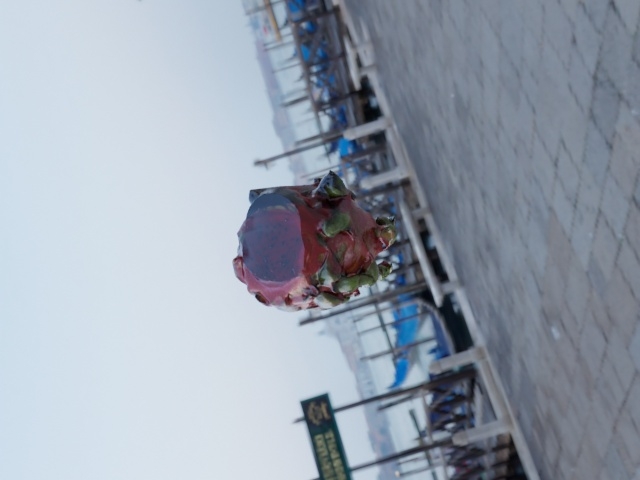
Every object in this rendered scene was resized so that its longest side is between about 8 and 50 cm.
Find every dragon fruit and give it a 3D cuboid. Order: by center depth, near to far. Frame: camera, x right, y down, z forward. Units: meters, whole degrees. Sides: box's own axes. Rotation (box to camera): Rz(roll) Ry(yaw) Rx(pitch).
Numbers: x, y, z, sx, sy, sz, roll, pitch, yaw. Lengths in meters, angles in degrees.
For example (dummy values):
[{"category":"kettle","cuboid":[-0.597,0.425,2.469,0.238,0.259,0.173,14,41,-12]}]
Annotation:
[{"category":"dragon fruit","cuboid":[0.000,0.000,0.872,0.160,0.166,0.172,47,-154,16]}]
